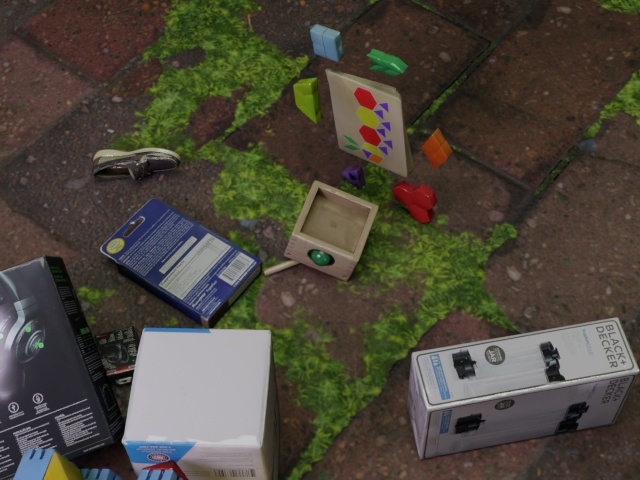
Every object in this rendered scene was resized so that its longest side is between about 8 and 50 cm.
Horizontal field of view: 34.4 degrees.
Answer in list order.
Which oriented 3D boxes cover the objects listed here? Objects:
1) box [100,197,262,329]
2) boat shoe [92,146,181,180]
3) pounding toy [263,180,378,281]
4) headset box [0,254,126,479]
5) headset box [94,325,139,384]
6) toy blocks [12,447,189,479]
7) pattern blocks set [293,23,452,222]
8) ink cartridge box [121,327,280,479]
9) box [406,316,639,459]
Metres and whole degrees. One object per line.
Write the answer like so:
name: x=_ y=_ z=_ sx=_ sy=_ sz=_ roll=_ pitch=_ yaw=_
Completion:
box: x=-0.220 y=0.031 z=1.628 sx=0.225 sy=0.036 sz=0.136 roll=31 pitch=60 yaw=20
boat shoe: x=-0.309 y=-0.123 z=1.734 sx=0.152 sy=0.056 sz=0.049 roll=-2 pitch=59 yaw=11
pounding toy: x=0.000 y=0.000 z=1.623 sx=0.130 sy=0.100 sz=0.141 roll=22 pitch=59 yaw=-1
headset box: x=-0.429 y=0.174 z=1.377 sx=0.246 sy=0.131 sz=0.283 roll=-21 pitch=90 yaw=-4
headset box: x=-0.297 y=0.175 z=1.530 sx=0.062 sy=0.032 sz=0.083 roll=-14 pitch=56 yaw=-8
toy blocks: x=-0.319 y=0.365 z=1.202 sx=0.381 sy=0.191 sz=0.261 roll=-7 pitch=49 yaw=29
pattern blocks set: x=0.078 y=-0.181 z=1.596 sx=0.285 sy=0.325 sz=0.026 roll=31 pitch=61 yaw=20
ink cartridge box: x=-0.145 y=0.246 z=1.355 sx=0.171 sy=0.232 sz=0.168 roll=1 pitch=52 yaw=2
box: x=0.270 y=0.204 z=1.415 sx=0.290 sy=0.169 sz=0.087 roll=-9 pitch=55 yaw=-6
